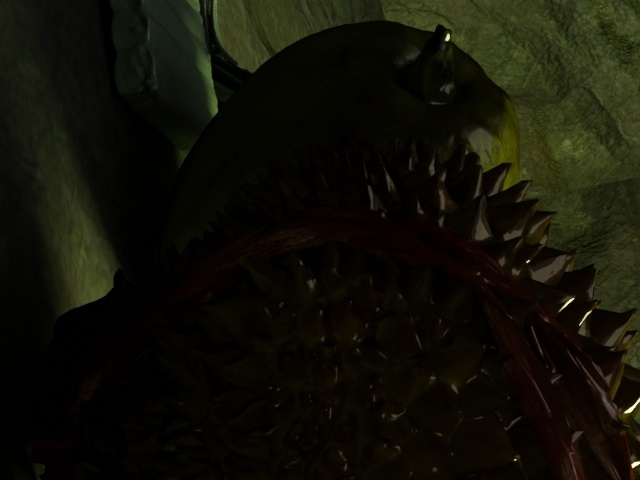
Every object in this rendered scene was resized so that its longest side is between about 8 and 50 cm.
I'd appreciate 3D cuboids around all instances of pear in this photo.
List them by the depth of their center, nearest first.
[{"bbox_3d":[0.024,-0.021,1.000,0.287,0.287,0.375,-90,-160,-45],"label":"pear"}]

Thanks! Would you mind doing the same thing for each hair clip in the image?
[{"bbox_3d":[-0.100,-0.207,1.281,0.030,0.039,0.115,64,15,-71],"label":"hair clip"}]

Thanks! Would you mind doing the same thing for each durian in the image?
[{"bbox_3d":[0.009,0.108,0.700,0.384,0.348,0.347,-95,169,-46],"label":"durian"}]

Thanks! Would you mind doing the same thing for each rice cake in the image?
[{"bbox_3d":[-0.132,-0.170,1.076,0.198,0.037,0.189,22,59,-78],"label":"rice cake"}]

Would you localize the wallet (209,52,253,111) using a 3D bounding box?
[{"bbox_3d":[-0.029,-0.075,1.256,0.055,0.160,0.236,-53,150,-15],"label":"wallet"}]
